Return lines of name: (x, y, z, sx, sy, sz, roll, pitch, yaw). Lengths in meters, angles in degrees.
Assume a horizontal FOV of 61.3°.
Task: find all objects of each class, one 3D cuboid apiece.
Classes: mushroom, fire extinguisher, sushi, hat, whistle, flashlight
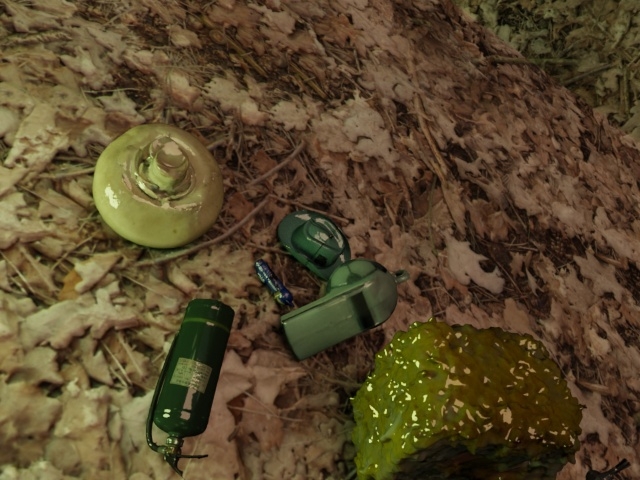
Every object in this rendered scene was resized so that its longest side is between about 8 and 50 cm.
mushroom: (-0.296, -0.109, 1.006, 0.246, 0.202, 0.246, 8, 69, -20)
fire extinguisher: (-0.222, 0.248, 0.915, 0.118, 0.093, 0.294, 7, 57, 3)
sushi: (0.255, 0.335, 0.987, 0.397, 0.351, 0.240, 11, 43, -20)
hat: (0.000, 0.000, 1.191, 0.191, 0.078, 0.138, 41, 49, -4)
whistle: (0.055, 0.127, 1.126, 0.290, 0.163, 0.163, -24, 75, -5)
flashlight: (-0.097, 0.092, 1.111, 0.035, 0.057, 0.121, -39, 79, -1)

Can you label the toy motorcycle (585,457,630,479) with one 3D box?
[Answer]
toy motorcycle: (0.530, 0.592, 1.072, 0.359, 0.125, 0.212, -19, 76, -11)
